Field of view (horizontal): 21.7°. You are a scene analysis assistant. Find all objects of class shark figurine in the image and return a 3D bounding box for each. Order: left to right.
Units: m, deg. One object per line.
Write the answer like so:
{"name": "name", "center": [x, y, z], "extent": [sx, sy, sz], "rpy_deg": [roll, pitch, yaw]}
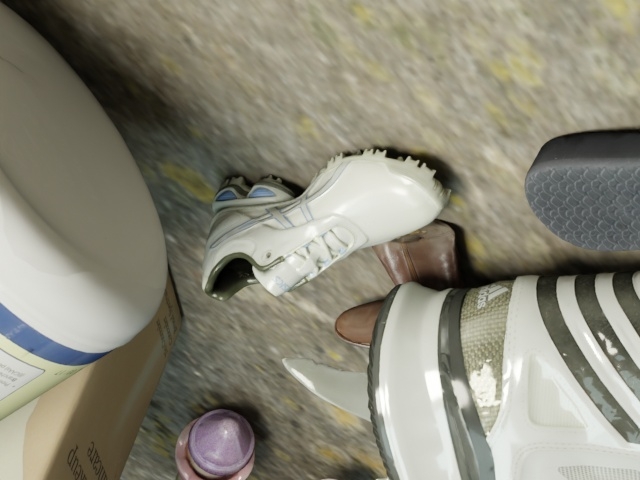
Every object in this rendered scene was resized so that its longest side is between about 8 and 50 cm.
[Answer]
{"name": "shark figurine", "center": [0.044, 0.196, 1.202], "extent": [0.116, 0.166, 0.278], "rpy_deg": [-16, 147, 3]}

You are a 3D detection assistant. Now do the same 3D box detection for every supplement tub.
{"name": "supplement tub", "center": [-0.277, 0.027, 0.949], "extent": [0.325, 0.235, 0.235], "rpy_deg": [-33, 129, 14]}

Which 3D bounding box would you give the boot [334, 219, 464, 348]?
{"name": "boot", "center": [0.045, 0.026, 1.074], "extent": [0.106, 0.037, 0.114], "rpy_deg": [-7, 146, 16]}

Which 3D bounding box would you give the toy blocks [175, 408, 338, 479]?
{"name": "toy blocks", "center": [-0.043, 0.313, 1.296], "extent": [0.309, 0.288, 0.260], "rpy_deg": [36, 155, 3]}

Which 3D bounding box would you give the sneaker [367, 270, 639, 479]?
{"name": "sneaker", "center": [0.211, 0.211, 1.052], "extent": [0.257, 0.169, 0.447], "rpy_deg": [-8, 121, 21]}

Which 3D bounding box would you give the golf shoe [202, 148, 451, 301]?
{"name": "golf shoe", "center": [0.000, 0.000, 1.012], "extent": [0.176, 0.086, 0.069], "rpy_deg": [-13, 135, 41]}

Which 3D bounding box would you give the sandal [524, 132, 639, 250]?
{"name": "sandal", "center": [0.224, -0.035, 0.873], "extent": [0.254, 0.054, 0.097], "rpy_deg": [7, 142, 38]}

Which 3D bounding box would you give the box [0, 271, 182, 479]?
{"name": "box", "center": [-0.208, 0.135, 1.124], "extent": [0.121, 0.311, 0.148], "rpy_deg": [12, 149, 13]}
